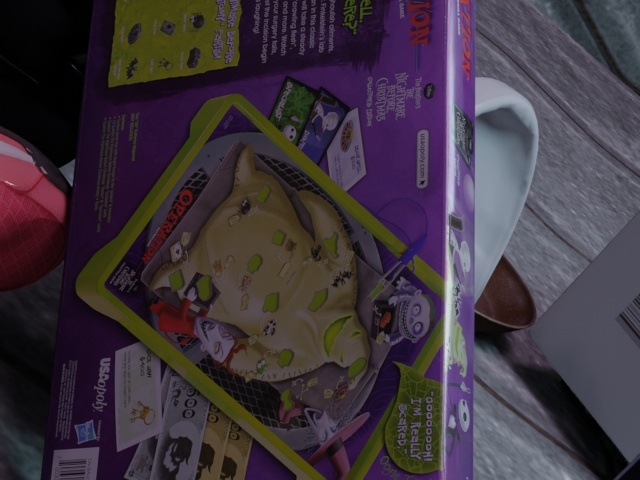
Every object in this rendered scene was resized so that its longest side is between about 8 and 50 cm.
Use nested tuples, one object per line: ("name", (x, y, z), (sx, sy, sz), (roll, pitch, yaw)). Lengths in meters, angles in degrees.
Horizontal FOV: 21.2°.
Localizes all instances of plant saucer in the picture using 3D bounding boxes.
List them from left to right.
("plant saucer", (0.098, 0.015, 1.456), (0.198, 0.036, 0.198), (34, 22, -16))

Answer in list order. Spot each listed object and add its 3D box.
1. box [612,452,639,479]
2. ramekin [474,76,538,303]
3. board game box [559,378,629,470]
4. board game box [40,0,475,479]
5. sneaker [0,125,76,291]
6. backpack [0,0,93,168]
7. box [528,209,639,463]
("box", (0.372, 0.305, 1.135), (0.312, 0.179, 0.343), (25, 26, -39))
("ramekin", (0.000, 0.000, 1.006), (0.127, 0.273, 0.273), (36, 17, 22))
("board game box", (0.328, 0.188, 1.515), (0.259, 0.030, 0.136), (19, 31, -44))
("board game box", (-0.026, -0.024, 0.855), (0.056, 0.208, 0.347), (40, 48, -55))
("sneaker", (-0.235, 0.018, 0.799), (0.314, 0.116, 0.136), (4, 51, -48))
("backpack", (-0.201, -0.186, 1.069), (0.263, 0.276, 0.213), (50, 19, -13))
("box", (0.379, 0.084, 1.473), (0.345, 0.215, 0.168), (13, 33, -50))
